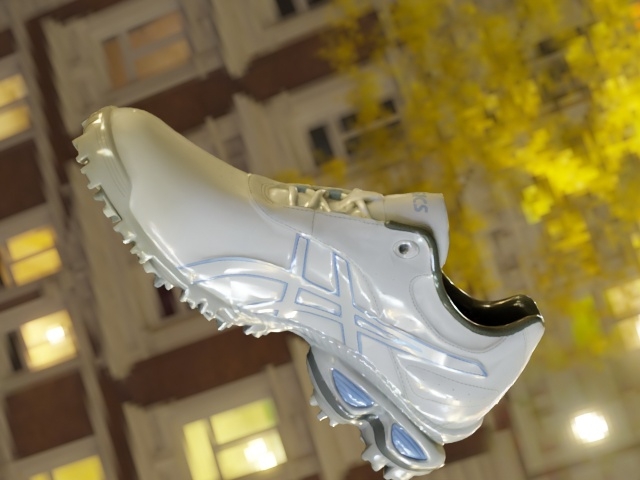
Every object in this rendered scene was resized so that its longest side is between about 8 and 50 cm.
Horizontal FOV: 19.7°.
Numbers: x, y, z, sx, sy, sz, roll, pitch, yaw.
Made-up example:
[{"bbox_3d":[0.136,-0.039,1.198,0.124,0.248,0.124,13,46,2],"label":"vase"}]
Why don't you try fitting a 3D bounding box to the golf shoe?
[{"bbox_3d":[0.000,0.000,0.628,0.176,0.086,0.069,39,-159,-20],"label":"golf shoe"}]
